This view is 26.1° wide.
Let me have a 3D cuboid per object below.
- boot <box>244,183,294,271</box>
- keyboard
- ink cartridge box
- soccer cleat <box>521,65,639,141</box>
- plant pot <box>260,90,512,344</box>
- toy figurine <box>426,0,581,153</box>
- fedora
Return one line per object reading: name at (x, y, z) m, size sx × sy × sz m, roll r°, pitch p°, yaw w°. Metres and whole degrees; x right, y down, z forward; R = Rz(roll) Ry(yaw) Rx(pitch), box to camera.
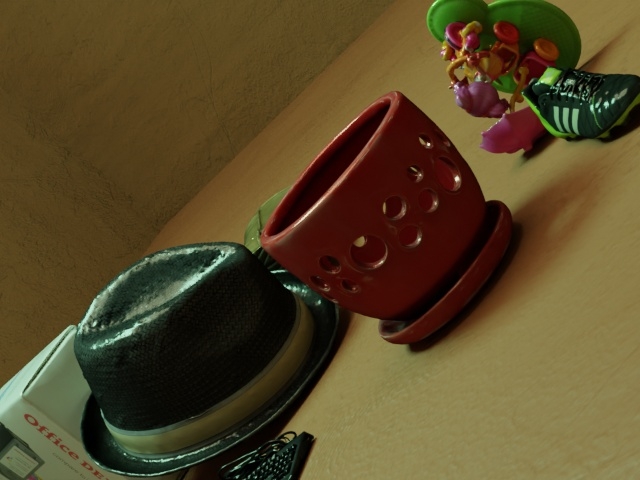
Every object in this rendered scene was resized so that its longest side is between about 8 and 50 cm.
boot at (-0.090, 0.028, 1.834) m, size 0.236 × 0.089 × 0.269 m, roll -31°, pitch 13°, yaw 7°
keyboard at (-0.082, 0.244, 1.359) m, size 0.192 × 0.038 × 0.100 m, roll -42°, pitch 12°, yaw 32°
ink cartridge box at (-0.322, 0.268, 1.771) m, size 0.306 × 0.226 × 0.131 m, roll -38°, pitch 15°, yaw 50°
soccer cleat at (0.236, -0.129, 1.260) m, size 0.060 × 0.072 × 0.179 m, roll -51°, pitch 10°, yaw -10°
plant pot at (0.068, -0.013, 1.263) m, size 0.191 × 0.174 × 0.191 m, roll -48°, pitch 9°, yaw 10°
toy figurine at (0.184, -0.164, 1.433) m, size 0.130 × 0.173 × 0.159 m, roll 124°, pitch 165°, yaw -44°
fedora at (-0.152, 0.105, 1.544) m, size 0.334 × 0.152 × 0.334 m, roll -23°, pitch 32°, yaw 15°
